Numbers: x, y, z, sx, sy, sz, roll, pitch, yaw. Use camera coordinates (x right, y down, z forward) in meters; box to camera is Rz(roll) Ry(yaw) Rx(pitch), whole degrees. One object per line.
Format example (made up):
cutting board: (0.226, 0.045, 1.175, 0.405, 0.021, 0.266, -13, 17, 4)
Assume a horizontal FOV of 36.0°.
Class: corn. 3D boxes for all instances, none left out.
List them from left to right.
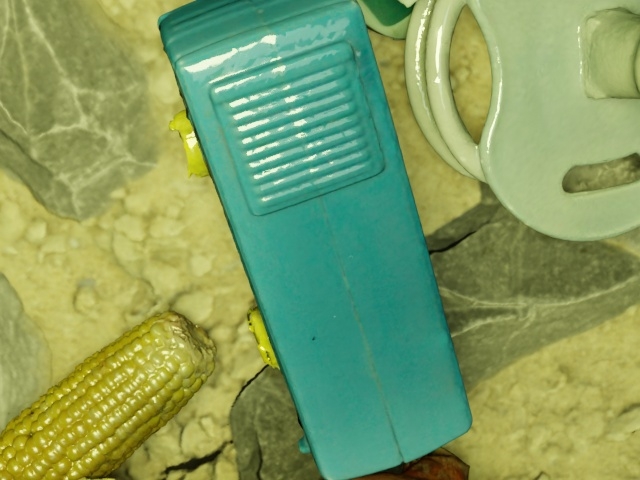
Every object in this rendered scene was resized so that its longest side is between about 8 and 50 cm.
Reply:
corn: (-0.221, 0.178, 0.816, 0.320, 0.097, 0.097, -40, 107, 3)

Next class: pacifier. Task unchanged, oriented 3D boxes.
pacifier: (0.215, -0.130, 0.710, 0.244, 0.233, 0.299, -14, 107, -19)

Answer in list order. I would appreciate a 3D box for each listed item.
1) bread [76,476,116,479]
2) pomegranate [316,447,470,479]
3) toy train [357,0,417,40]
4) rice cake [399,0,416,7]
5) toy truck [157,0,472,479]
bread: (-0.218, 0.394, 0.757, 0.165, 0.236, 0.375, 1, 124, -34)
pomegranate: (0.066, 0.316, 0.785, 0.338, 0.338, 0.338, -2, 106, -7)
toy train: (-0.046, -0.301, 0.704, 0.086, 0.088, 0.407, -44, 108, 4)
rice cake: (0.136, -0.313, 0.703, 0.066, 0.063, 0.336, 36, 85, -16)
toy truck: (0.000, 0.000, 0.744, 0.161, 0.162, 0.384, -19, 116, -4)
